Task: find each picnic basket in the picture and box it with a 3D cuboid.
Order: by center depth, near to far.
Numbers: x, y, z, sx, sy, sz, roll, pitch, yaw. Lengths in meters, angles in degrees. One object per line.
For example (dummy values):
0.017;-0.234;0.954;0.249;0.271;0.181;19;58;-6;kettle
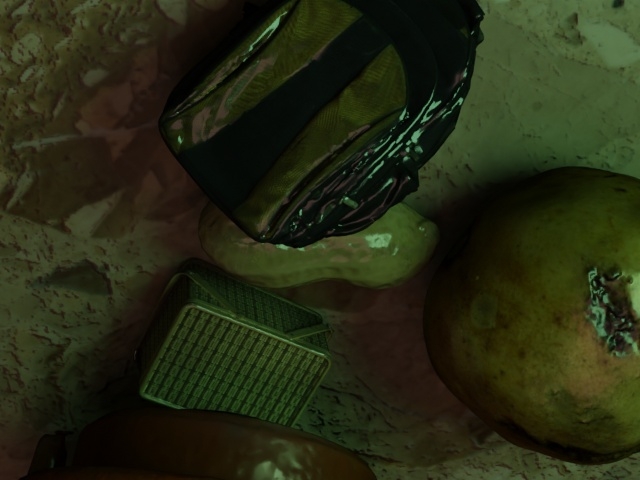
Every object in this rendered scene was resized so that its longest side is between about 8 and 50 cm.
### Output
-0.079;0.103;1.061;0.164;0.079;0.115;23;112;-18;picnic basket

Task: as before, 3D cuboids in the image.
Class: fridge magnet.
-0.092;0.250;1.030;0.363;0.155;0.364;8;155;4;fridge magnet

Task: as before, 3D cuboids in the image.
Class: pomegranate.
0.225;0.062;0.997;0.260;0.260;0.260;-3;117;-6;pomegranate

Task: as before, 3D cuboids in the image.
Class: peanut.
0.000;0.000;1.013;0.214;0.090;0.099;2;123;-8;peanut

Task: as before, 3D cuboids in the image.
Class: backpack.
0.015;-0.120;0.919;0.258;0.133;0.206;-44;81;5;backpack
